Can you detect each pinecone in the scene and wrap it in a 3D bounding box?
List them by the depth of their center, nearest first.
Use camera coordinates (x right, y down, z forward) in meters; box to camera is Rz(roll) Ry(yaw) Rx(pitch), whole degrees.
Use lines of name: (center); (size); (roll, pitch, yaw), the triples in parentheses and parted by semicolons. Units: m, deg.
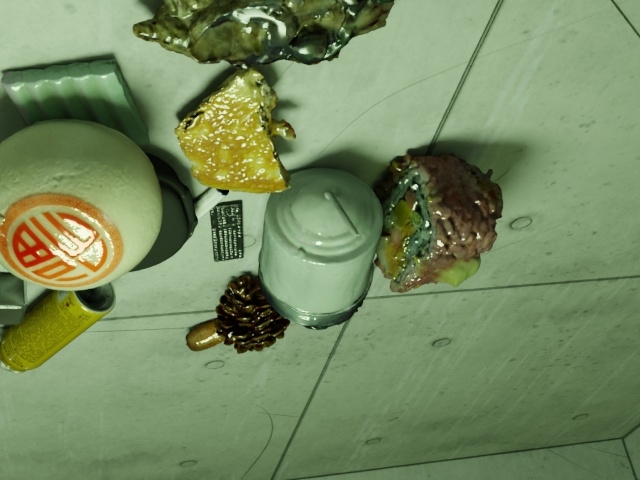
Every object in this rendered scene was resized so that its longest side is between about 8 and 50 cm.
pinecone: (-0.144, 0.152, 2.146); (0.174, 0.173, 0.173); (-9, 151, -5)

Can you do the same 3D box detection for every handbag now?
handbag: (-0.344, -0.048, 1.767); (0.254, 0.093, 0.308); (-11, 151, -4)

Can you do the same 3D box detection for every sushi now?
sushi: (0.212, -0.022, 1.890); (0.171, 0.236, 0.270); (-5, 148, -29)

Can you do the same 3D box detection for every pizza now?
pizza: (-0.135, -0.177, 1.641); (0.189, 0.071, 0.297); (-1, 148, 4)

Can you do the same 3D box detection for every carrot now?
carrot: (-0.186, 0.189, 2.291); (0.248, 0.059, 0.059); (-19, 151, 5)

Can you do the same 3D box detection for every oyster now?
oyster: (-0.068, -0.307, 1.415); (0.361, 0.096, 0.221); (-1, 143, -24)

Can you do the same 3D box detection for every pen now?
pen: (-0.256, -0.030, 1.894); (0.033, 0.033, 0.269); (14, 141, -39)

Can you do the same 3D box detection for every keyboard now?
keyboard: (-0.178, -0.015, 1.968); (0.061, 0.013, 0.204); (-8, 151, -8)

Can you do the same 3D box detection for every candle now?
candle: (0.000, 0.000, 1.860); (0.221, 0.221, 0.342); (-6, 147, -11)

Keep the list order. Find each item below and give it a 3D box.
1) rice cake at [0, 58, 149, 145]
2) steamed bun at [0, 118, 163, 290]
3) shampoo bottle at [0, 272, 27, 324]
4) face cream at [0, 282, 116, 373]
rice cake: (-0.364, -0.194, 1.553); (0.189, 0.037, 0.198); (-8, 151, -6)
steamed bun: (-0.379, -0.035, 1.538); (0.283, 0.177, 0.283); (-1, 129, -2)
shampoo bottle: (-0.680, 0.108, 1.928); (0.246, 0.080, 0.079); (2, 147, -25)
face cream: (-0.550, 0.177, 2.075); (0.105, 0.105, 0.349); (17, 140, -41)
